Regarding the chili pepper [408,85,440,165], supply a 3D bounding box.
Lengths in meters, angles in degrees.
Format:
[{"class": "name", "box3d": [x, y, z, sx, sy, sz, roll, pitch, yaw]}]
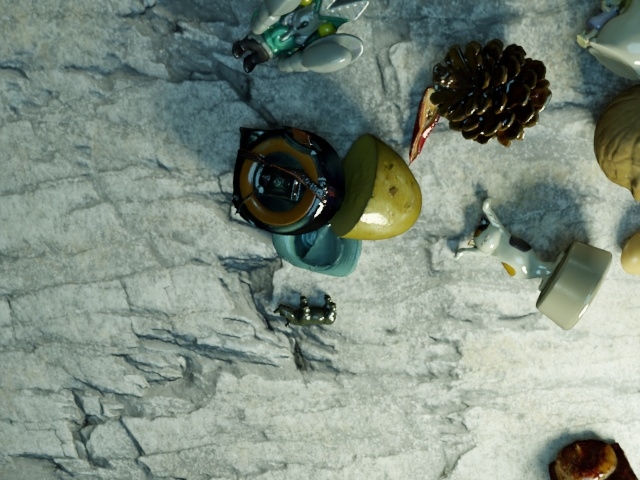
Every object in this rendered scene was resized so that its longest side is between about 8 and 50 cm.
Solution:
[{"class": "chili pepper", "box3d": [0.200, -0.221, 1.412, 0.045, 0.027, 0.178, 16, 111, 1]}]

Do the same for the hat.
[{"class": "hat", "box3d": [0.000, 0.000, 1.488, 0.191, 0.078, 0.138, 23, 104, 14]}]

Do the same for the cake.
[{"class": "cake", "box3d": [0.627, 0.581, 1.621, 0.196, 0.198, 0.292, -22, 108, 14]}]

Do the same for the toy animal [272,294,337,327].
[{"class": "toy animal", "box3d": [-0.033, 0.153, 1.563, 0.136, 0.047, 0.065, -2, 120, -2]}]

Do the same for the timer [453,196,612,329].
[{"class": "timer", "box3d": [0.410, 0.039, 1.460, 0.266, 0.175, 0.175, 29, 111, 11]}]

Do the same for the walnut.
[{"class": "walnut", "box3d": [0.602, -0.176, 1.315, 0.228, 0.228, 0.227, 1, 112, 3]}]

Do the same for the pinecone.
[{"class": "pinecone", "box3d": [0.288, -0.264, 1.314, 0.213, 0.169, 0.185, 4, 92, -18]}]

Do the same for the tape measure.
[{"class": "tape measure", "box3d": [-0.065, -0.111, 1.381, 0.223, 0.135, 0.202, 12, 99, 26]}]

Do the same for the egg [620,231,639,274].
[{"class": "egg", "box3d": [0.638, 0.026, 1.460, 0.080, 0.080, 0.096, 31, 126, -9]}]

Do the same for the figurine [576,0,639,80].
[{"class": "figurine", "box3d": [0.575, -0.402, 1.271, 0.155, 0.127, 0.235, 41, 96, 32]}]

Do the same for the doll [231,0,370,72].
[{"class": "doll", "box3d": [-0.026, -0.368, 1.308, 0.195, 0.153, 0.258, 23, 129, -19]}]

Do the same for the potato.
[{"class": "potato", "box3d": [0.120, -0.084, 1.406, 0.158, 0.203, 0.178, 16, 140, -25]}]
